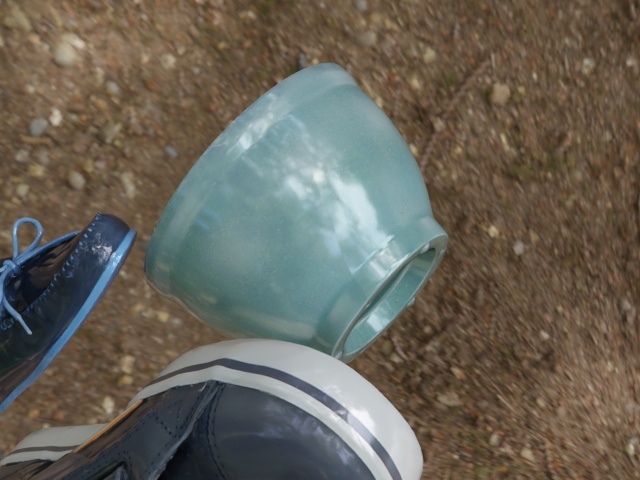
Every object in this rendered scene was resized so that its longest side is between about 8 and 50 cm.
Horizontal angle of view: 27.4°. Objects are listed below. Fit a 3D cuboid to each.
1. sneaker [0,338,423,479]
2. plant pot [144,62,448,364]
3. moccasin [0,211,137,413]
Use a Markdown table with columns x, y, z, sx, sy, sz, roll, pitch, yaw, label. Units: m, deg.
| x | y | z | sx | sy | sz | roll | pitch | yaw | label |
| --- | --- | --- | --- | --- | --- | --- | --- | --- | --- |
| -0.086 | 0.146 | 0.613 | 0.126 | 0.321 | 0.127 | 48 | 51 | -12 | sneaker |
| 0.000 | 0.000 | 1.291 | 0.196 | 0.293 | 0.293 | 40 | 90 | 15 | plant pot |
| -0.307 | 0.072 | 1.325 | 0.117 | 0.138 | 0.342 | 40 | 129 | -8 | moccasin |
